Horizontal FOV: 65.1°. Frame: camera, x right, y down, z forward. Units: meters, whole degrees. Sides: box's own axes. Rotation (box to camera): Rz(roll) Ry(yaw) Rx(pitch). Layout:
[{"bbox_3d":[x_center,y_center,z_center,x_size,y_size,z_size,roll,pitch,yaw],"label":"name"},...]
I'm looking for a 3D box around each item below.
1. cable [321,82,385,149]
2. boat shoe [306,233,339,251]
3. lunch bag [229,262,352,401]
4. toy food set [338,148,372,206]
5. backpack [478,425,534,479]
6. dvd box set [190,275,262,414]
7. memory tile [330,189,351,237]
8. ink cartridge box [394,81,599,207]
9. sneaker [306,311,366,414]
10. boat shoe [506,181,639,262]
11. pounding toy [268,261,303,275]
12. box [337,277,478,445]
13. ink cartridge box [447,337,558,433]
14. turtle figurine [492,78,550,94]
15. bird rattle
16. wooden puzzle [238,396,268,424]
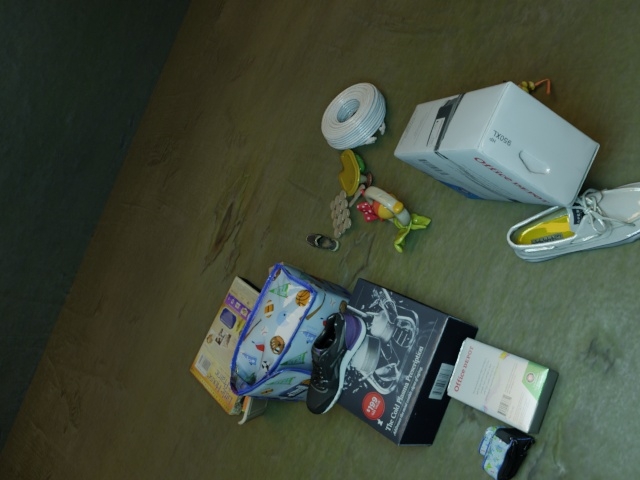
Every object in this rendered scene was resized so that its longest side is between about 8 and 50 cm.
[{"bbox_3d":[0.113,-0.439,1.782,0.257,0.089,0.257,-16,52,36],"label":"cable"},{"bbox_3d":[0.000,0.000,1.761,0.152,0.049,0.056,11,82,43],"label":"boat shoe"},{"bbox_3d":[-0.059,0.311,1.505,0.238,0.327,0.386,33,94,43],"label":"lunch bag"},{"bbox_3d":[0.127,-0.217,1.731,0.128,0.071,0.218,119,145,-45],"label":"toy food set"},{"bbox_3d":[0.422,0.492,1.164,0.084,0.104,0.115,25,98,51],"label":"backpack"},{"bbox_3d":[-0.309,0.382,1.876,0.307,0.062,0.421,27,92,44],"label":"dvd box set"},{"bbox_3d":[0.069,-0.090,1.733,0.113,0.012,0.148,-46,46,52],"label":"memory tile"},{"bbox_3d":[0.407,-0.221,1.230,0.166,0.285,0.395,-65,19,0],"label":"ink cartridge box"},{"bbox_3d":[0.007,0.320,1.334,0.107,0.124,0.284,22,89,46],"label":"sneaker"},{"bbox_3d":[0.612,-0.057,1.172,0.366,0.156,0.136,-20,61,35],"label":"boat shoe"},{"bbox_3d":[-0.131,0.164,1.757,0.100,0.130,0.141,-26,58,32],"label":"pounding toy"},{"bbox_3d":[0.200,0.323,1.372,0.312,0.178,0.344,20,87,45],"label":"box"},{"bbox_3d":[0.436,0.347,1.214,0.212,0.093,0.155,16,84,42],"label":"ink cartridge box"},{"bbox_3d":[0.490,-0.392,1.397,0.269,0.087,0.217,-40,23,-24],"label":"turtle figurine"},{"bbox_3d":[0.208,-0.102,1.528,0.143,0.207,0.253,-42,58,-2],"label":"bird rattle"},{"bbox_3d":[-0.198,0.471,1.645,0.044,0.221,0.239,16,81,13],"label":"wooden puzzle"}]
